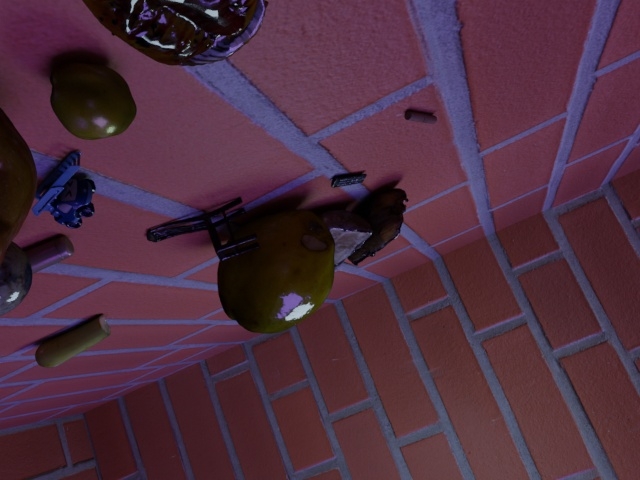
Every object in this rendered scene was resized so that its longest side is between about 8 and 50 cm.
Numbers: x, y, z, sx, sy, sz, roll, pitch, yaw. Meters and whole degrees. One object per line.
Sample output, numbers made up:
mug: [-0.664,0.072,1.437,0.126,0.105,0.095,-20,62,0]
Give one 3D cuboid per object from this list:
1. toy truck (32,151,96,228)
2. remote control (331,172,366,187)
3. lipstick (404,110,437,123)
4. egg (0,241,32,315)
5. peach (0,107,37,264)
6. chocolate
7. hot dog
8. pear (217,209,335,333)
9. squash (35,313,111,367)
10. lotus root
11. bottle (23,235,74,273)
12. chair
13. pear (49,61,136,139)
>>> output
toy truck: [-0.366,-0.075,0.874,0.136,0.063,0.074,-34,142,30]
remote control: [0.064,-0.140,1.341,0.091,0.016,0.034,-12,147,-35]
lipstick: [0.197,-0.241,1.156,0.094,0.018,0.019,-6,159,-47]
egg: [-0.548,0.056,0.919,0.182,0.141,0.141,-3,164,-3]
peach: [-0.397,-0.044,0.591,0.215,0.235,0.214,-16,174,-2]
chocolate: [0.000,0.000,1.596,0.185,0.100,0.303,-2,155,-25]
hot dog: [-0.142,-0.241,0.539,0.163,0.081,0.270,-23,167,10]
pear: [-0.104,0.071,1.376,0.321,0.269,0.269,-55,153,19]
squash: [-0.703,0.291,1.678,0.250,0.083,0.083,-27,165,10]
lotus root: [0.126,-0.038,1.615,0.078,0.167,0.329,21,150,-14]
bottle: [-0.501,0.027,1.071,0.097,0.045,0.045,-24,166,-1]
chair: [-0.245,0.000,1.227,0.213,0.101,0.084,-21,165,-7]
pear: [-0.262,-0.158,0.668,0.092,0.092,0.097,-29,122,27]
